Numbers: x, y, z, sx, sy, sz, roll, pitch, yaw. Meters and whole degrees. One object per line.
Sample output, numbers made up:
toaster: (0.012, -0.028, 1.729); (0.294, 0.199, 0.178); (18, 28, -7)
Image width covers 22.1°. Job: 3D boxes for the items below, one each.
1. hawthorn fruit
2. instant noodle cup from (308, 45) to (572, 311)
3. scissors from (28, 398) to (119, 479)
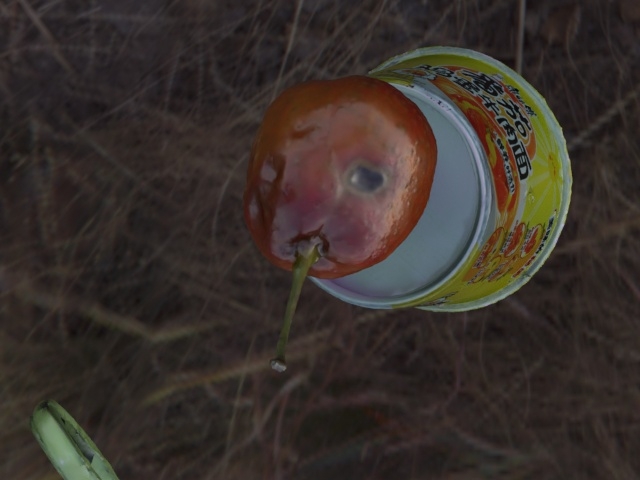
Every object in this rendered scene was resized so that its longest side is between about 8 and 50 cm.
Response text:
hawthorn fruit: (0.000, 0.000, 1.296); (0.165, 0.285, 0.165); (12, 148, 7)
instant noodle cup: (0.086, -0.050, 1.507); (0.264, 0.200, 0.264); (2, 95, 20)
scissors: (-0.046, 0.128, 0.587); (0.020, 0.187, 0.133); (-34, 70, -6)
